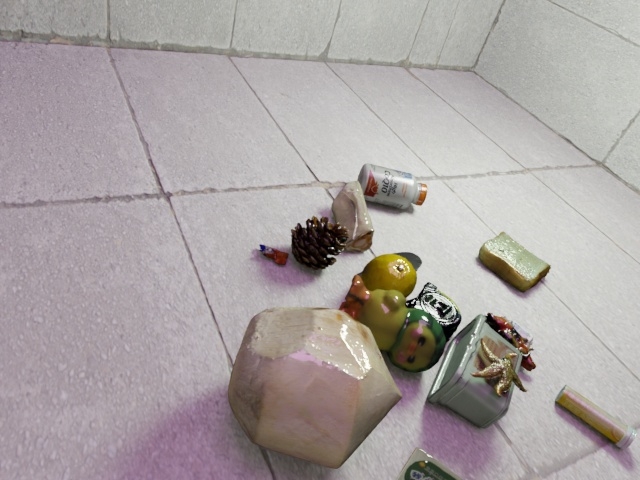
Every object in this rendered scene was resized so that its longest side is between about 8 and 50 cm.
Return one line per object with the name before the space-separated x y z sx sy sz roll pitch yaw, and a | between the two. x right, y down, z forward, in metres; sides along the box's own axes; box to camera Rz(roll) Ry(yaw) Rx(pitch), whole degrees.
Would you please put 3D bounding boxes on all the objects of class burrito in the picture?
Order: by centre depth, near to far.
burrito | 0.127 -0.092 1.924 0.105 0.143 0.299 32 31 -38

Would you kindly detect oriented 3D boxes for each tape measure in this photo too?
tape measure | 0.376 0.241 1.640 0.186 0.112 0.199 39 44 21

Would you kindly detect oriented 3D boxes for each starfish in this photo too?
starfish | 0.493 0.348 1.373 0.208 0.053 0.175 0 46 -43

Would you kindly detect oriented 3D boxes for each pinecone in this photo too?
pinecone | -0.006 -0.001 1.702 0.184 0.204 0.179 25 40 -17

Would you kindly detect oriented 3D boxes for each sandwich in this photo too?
sandwich | 0.783 0.079 2.007 0.226 0.087 0.251 -23 54 -39

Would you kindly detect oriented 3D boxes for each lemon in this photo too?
lemon | 0.224 0.129 1.638 0.170 0.207 0.169 8 68 -20

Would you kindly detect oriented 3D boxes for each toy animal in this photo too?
toy animal | 0.214 0.256 1.495 0.338 0.215 0.191 29 13 8

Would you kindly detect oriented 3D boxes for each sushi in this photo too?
sushi | 0.625 0.332 1.639 0.103 0.097 0.226 -23 69 -32

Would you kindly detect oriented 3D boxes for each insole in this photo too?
insole | 0.253 0.109 1.827 0.349 0.009 0.119 -22 52 -39

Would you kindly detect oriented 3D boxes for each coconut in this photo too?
coconut | -0.004 0.332 1.195 0.416 0.344 0.415 8 38 -7

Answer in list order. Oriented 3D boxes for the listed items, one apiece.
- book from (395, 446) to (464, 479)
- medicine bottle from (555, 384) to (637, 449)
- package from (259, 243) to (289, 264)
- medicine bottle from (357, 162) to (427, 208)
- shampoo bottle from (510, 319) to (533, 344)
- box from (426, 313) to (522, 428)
book | 0.242 0.682 1.116 0.260 0.043 0.371 34 41 19
medicine bottle | 0.829 0.532 1.501 0.218 0.073 0.074 35 42 23
package | -0.166 0.047 1.720 0.111 0.033 0.077 26 14 -12
medicine bottle | 0.307 -0.227 2.128 0.289 0.156 0.157 12 39 -7
shampoo bottle | 0.685 0.327 1.708 0.099 0.043 0.072 41 45 25
box | 0.468 0.390 1.463 0.183 0.175 0.312 36 41 7
